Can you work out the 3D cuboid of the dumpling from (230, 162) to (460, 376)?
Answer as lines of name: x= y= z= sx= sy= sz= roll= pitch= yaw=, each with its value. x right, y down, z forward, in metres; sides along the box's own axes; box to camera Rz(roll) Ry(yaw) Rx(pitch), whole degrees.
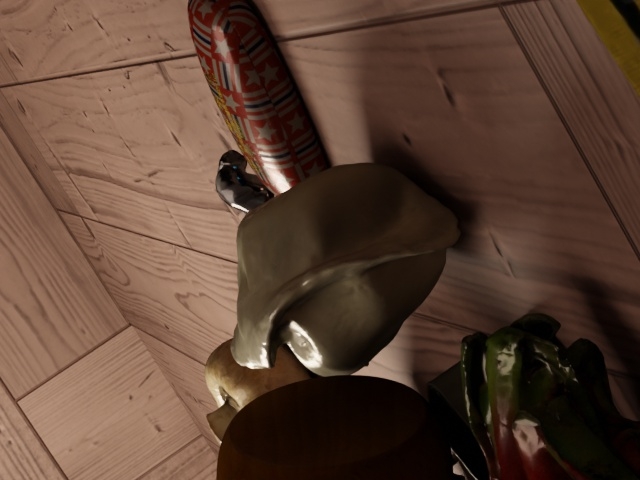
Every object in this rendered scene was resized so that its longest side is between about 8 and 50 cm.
dumpling: x=0.004 y=0.025 z=1.159 sx=0.132 sy=0.162 sz=0.250 roll=57 pitch=161 yaw=-3

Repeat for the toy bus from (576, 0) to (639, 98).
toy bus: x=0.146 y=-0.077 z=0.499 sx=0.335 sy=0.121 sz=0.123 roll=57 pitch=158 yaw=-3

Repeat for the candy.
candy: x=-0.024 y=0.018 z=1.508 sx=0.226 sy=0.051 sz=0.094 roll=58 pitch=178 yaw=1

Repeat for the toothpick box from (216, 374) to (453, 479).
toothpick box: x=0.022 y=0.248 z=1.135 sx=0.192 sy=0.192 sz=0.294 roll=32 pitch=134 yaw=60

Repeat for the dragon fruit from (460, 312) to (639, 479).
dragon fruit: x=0.175 y=0.174 z=0.948 sx=0.200 sy=0.198 sz=0.269 roll=-1 pitch=99 yaw=34

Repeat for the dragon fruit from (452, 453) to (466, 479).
dragon fruit: x=0.012 y=0.313 z=1.444 sx=0.329 sy=0.329 sz=0.329 roll=52 pitch=166 yaw=18

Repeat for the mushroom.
mushroom: x=-0.066 y=0.183 z=1.886 sx=0.166 sy=0.127 sz=0.166 roll=59 pitch=169 yaw=18

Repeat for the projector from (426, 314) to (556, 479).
projector: x=0.126 y=0.111 z=1.106 sx=0.083 sy=0.082 sz=0.083 roll=50 pitch=166 yaw=27

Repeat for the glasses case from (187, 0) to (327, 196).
glasses case: x=-0.048 y=-0.102 z=1.289 sx=0.073 sy=0.049 sz=0.194 roll=38 pitch=158 yaw=53
